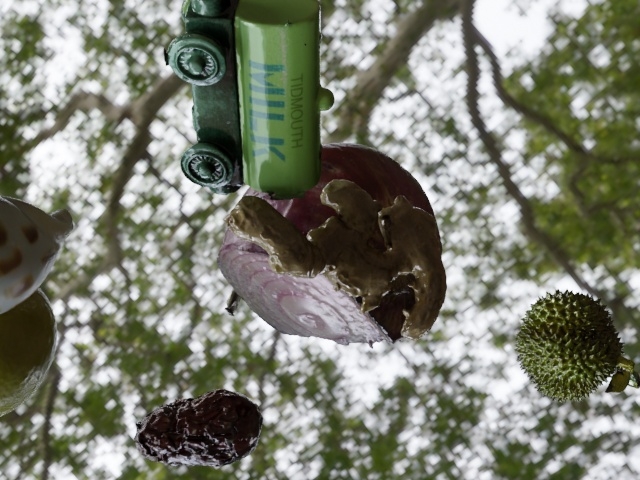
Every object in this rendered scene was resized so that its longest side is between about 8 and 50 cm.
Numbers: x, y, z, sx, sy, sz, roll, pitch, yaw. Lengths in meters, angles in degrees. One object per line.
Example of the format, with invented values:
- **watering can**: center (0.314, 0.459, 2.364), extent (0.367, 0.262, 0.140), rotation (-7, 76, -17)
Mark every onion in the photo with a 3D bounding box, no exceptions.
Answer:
- **onion**: center (0.023, -0.006, 1.589), extent (0.272, 0.256, 0.230), rotation (23, -115, 27)

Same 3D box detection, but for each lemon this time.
- **lemon**: center (-0.423, 0.133, 1.598), extent (0.184, 0.248, 0.184), rotation (22, -147, -15)

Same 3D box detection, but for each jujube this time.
- **jujube**: center (-0.154, 0.240, 1.662), extent (0.104, 0.166, 0.104), rotation (-3, -90, -77)

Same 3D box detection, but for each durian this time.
- **durian**: center (0.367, 0.159, 1.936), extent (0.146, 0.159, 0.198), rotation (52, -165, -31)

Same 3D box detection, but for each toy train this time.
- **toy train**: center (-0.064, -0.144, 1.294), extent (0.157, 0.253, 0.105), rotation (5, -137, 5)

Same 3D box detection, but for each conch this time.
- **conch**: center (-0.412, 0.014, 1.426), extent (0.275, 0.183, 0.149), rotation (8, -122, -19)

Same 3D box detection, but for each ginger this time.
- **ginger**: center (0.022, -0.003, 1.372), extent (0.258, 0.065, 0.149), rotation (24, -119, -19)
